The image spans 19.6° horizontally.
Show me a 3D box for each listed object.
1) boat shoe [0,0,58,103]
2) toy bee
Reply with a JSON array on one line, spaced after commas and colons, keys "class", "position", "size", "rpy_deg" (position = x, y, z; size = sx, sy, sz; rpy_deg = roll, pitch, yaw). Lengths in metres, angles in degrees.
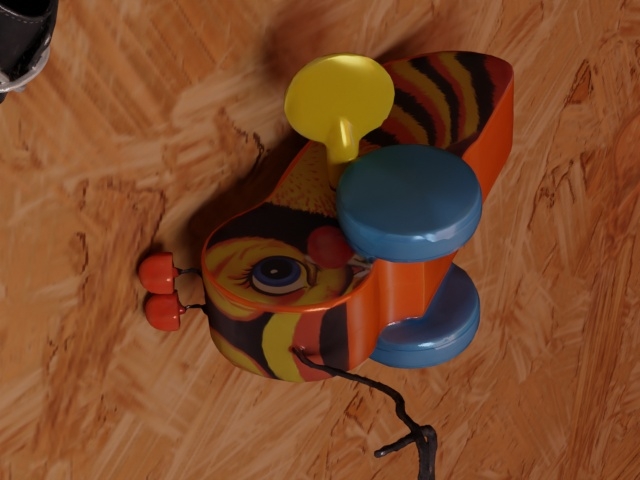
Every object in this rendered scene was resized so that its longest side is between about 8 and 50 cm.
[{"class": "boat shoe", "position": [-0.136, -0.080, 0.666], "size": [0.084, 0.079, 0.233], "rpy_deg": [-25, 135, -50]}, {"class": "toy bee", "position": [0.000, 0.000, 0.908], "size": [0.298, 0.162, 0.195], "rpy_deg": [-59, 155, -65]}]
